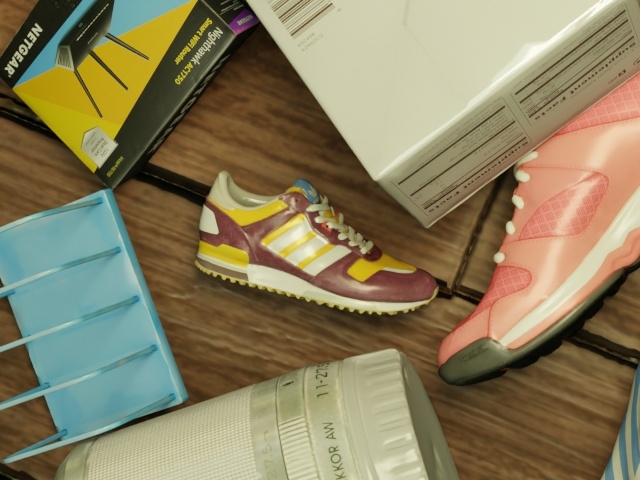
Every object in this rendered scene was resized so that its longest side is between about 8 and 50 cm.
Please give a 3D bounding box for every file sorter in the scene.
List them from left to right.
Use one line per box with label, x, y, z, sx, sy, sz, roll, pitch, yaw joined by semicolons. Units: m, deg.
file sorter;-0.198;0.066;1.192;0.118;0.104;0.170;-20;91;27

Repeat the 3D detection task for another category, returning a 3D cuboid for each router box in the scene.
router box;-0.144;-0.143;1.181;0.133;0.046;0.179;45;126;3

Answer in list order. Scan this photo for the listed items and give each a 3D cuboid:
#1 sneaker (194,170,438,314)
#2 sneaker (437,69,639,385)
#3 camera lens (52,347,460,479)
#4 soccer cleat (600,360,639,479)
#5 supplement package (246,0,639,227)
sneaker;0.000;0.000;1.196;0.185;0.069;0.084;11;99;5
sneaker;0.182;-0.028;1.167;0.314;0.116;0.136;-45;77;0
camera lens;-0.040;0.214;1.136;0.274;0.219;0.219;-19;90;8
soccer cleat;0.246;0.193;1.139;0.116;0.143;0.331;12;95;6
supplement package;0.065;-0.180;1.106;0.204;0.145;0.262;-37;69;7
